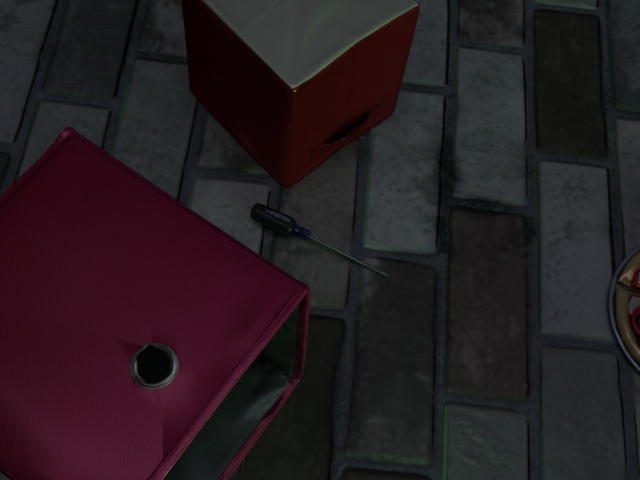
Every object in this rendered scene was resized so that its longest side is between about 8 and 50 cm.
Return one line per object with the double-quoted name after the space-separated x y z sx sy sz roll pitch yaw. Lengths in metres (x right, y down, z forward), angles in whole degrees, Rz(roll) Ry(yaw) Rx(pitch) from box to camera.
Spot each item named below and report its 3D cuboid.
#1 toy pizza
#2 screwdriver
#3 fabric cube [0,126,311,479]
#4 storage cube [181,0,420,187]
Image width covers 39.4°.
0.417 0.081 0.979 0.201 0.032 0.201 2 63 -3 "toy pizza"
0.000 0.000 0.999 0.169 0.024 0.025 24 35 1 "screwdriver"
-0.185 0.110 0.792 0.258 0.259 0.254 34 67 12 "fabric cube"
-0.029 -0.215 1.005 0.183 0.193 0.215 -37 72 -20 "storage cube"
